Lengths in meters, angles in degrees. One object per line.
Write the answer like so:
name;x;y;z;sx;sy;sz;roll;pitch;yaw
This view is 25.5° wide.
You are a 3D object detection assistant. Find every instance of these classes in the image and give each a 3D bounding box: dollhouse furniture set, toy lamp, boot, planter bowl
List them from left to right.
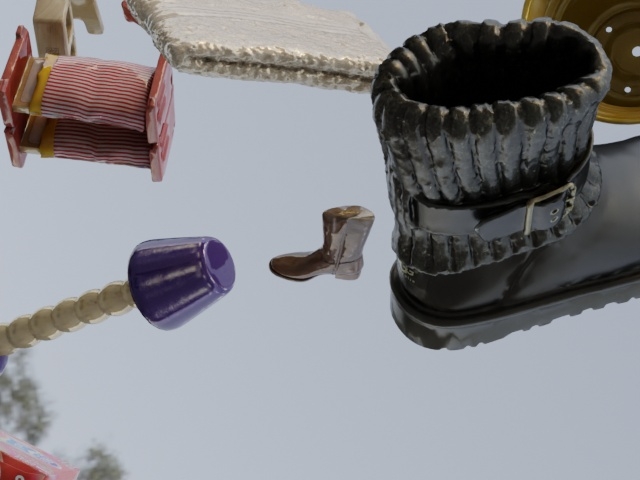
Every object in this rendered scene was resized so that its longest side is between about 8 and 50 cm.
toy lamp;-0.194;0.059;1.188;0.275;0.080;0.080;-20;-100;29
dollhouse furniture set;-0.280;-0.263;1.852;0.201;0.152;0.374;5;-129;1
boot;0.000;0.000;1.504;0.114;0.107;0.037;98;-9;-56
boot;0.201;-0.069;1.106;0.131;0.348;0.260;49;-27;41
planter bowl;0.316;-0.205;1.422;0.217;0.090;0.217;-4;-106;16

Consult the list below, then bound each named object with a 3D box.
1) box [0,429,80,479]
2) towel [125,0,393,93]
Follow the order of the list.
box;-0.324;0.253;1.362;0.123;0.257;0.128;26;-99;1
towel;-0.051;-0.216;1.511;0.187;0.282;0.049;-129;-133;-54
